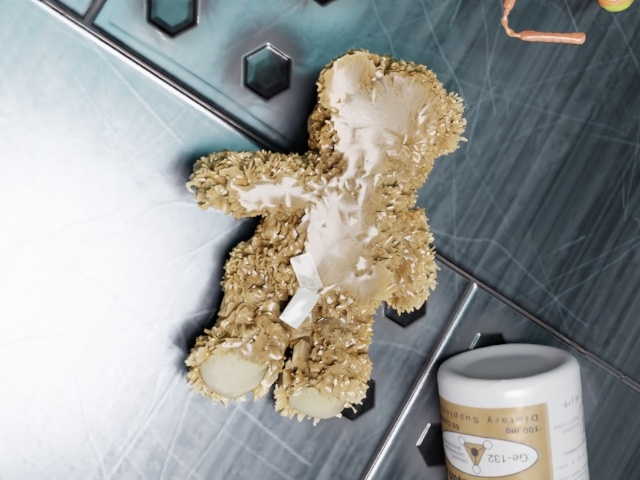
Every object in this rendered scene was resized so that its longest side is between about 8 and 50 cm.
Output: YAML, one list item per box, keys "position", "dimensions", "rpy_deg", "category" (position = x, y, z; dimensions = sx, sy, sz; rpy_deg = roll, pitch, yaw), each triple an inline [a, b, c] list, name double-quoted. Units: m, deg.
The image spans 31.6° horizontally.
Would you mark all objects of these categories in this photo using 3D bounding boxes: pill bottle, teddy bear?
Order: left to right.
- position: [0.000, 0.000, 0.980]
  dimensions: [0.245, 0.113, 0.338]
  rpy_deg: [1, 103, -15]
  category: "teddy bear"
- position: [0.183, 0.222, 1.052]
  dimensions: [0.131, 0.131, 0.229]
  rpy_deg: [-11, 100, -20]
  category: "pill bottle"

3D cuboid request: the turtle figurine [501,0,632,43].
- position: [0.260, -0.304, 1.046]
  dimensions: [0.269, 0.087, 0.217]
  rpy_deg: [-20, 96, -10]
  category: "turtle figurine"
